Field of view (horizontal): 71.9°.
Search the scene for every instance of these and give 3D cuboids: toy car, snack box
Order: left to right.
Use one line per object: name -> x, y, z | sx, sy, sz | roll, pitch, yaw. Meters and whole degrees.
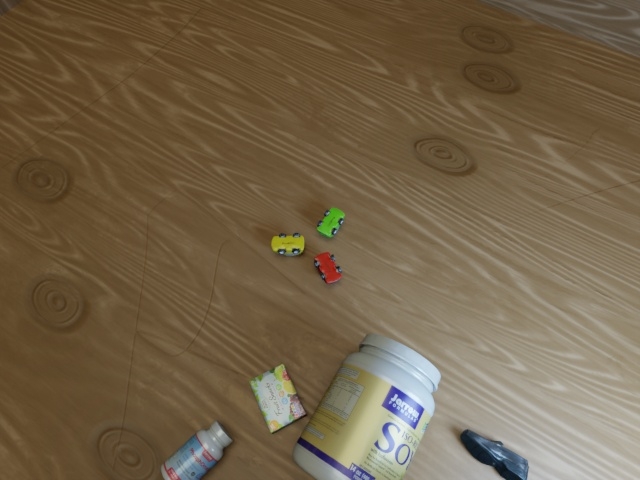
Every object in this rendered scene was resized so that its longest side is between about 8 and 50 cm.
snack box -> -0.110, 0.406, 1.138 | 0.100, 0.037, 0.141 | -26, 65, -10
toy car -> 0.000, 0.000, 1.332 | 0.239, 0.053, 0.225 | 30, 67, 14

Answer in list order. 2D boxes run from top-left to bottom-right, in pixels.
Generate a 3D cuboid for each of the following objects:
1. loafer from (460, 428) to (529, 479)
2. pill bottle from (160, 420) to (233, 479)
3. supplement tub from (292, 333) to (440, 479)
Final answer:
loafer -> 0.420, 0.512, 1.067 | 0.170, 0.062, 0.061 | 36, 47, 14
pill bottle -> -0.293, 0.516, 1.059 | 0.160, 0.087, 0.087 | -41, 69, -17
supplement tub -> 0.114, 0.411, 1.016 | 0.241, 0.241, 0.331 | 28, 68, 14
